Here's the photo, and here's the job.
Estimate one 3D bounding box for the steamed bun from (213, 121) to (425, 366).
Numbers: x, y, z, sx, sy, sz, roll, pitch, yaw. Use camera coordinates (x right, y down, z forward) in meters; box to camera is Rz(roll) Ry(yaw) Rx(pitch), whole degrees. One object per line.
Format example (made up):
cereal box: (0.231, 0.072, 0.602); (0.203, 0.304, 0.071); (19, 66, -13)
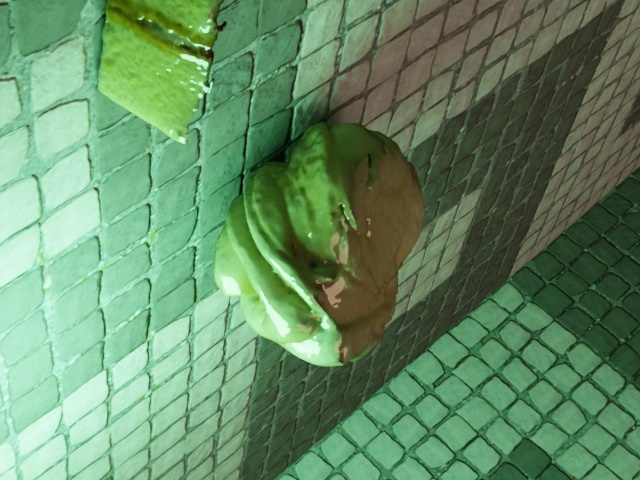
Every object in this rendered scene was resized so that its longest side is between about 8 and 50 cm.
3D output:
steamed bun: (-0.003, 0.001, 1.656); (0.325, 0.230, 0.372); (45, 56, -54)

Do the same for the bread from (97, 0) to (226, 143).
bread: (-0.144, -0.240, 1.182); (0.141, 0.178, 0.266); (-1, 134, -20)
